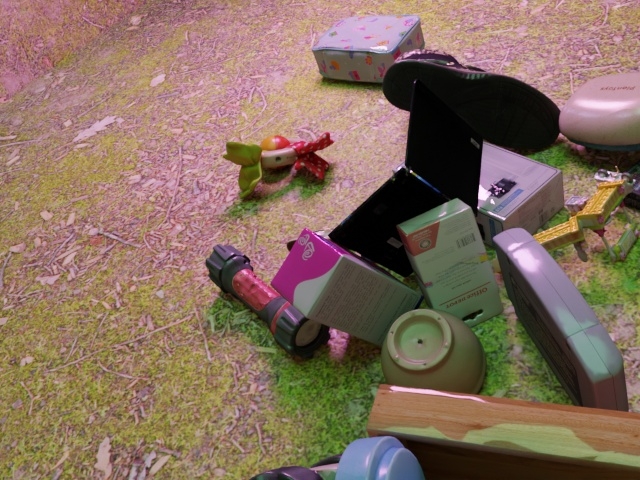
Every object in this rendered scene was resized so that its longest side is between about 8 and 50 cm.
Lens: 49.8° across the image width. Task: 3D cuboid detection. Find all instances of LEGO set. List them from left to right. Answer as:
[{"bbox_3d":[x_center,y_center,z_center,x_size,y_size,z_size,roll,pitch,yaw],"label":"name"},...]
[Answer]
[{"bbox_3d":[0.437,-0.001,1.170,0.287,0.107,0.132,-37,19,-7],"label":"LEGO set"}]

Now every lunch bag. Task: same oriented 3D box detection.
[{"bbox_3d":[0.139,-0.525,1.869,0.279,0.108,0.224,13,48,34],"label":"lunch bag"}]

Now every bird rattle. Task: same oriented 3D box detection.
[{"bbox_3d":[-0.097,-0.209,1.608,0.253,0.143,0.207,-19,23,-1],"label":"bird rattle"}]

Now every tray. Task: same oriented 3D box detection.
[{"bbox_3d":[0.278,0.276,0.817,0.410,0.203,0.076,0,43,24],"label":"tray"}]

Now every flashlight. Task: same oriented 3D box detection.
[{"bbox_3d":[-0.106,0.098,1.265,0.304,0.103,0.103,35,100,41],"label":"flashlight"}]

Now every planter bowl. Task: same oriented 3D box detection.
[{"bbox_3d":[0.160,0.169,1.037,0.162,0.109,0.162,-11,56,17],"label":"planter bowl"}]

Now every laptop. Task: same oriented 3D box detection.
[{"bbox_3d":[0.155,-0.094,1.180,0.264,0.234,0.137,-43,48,20],"label":"laptop"}]

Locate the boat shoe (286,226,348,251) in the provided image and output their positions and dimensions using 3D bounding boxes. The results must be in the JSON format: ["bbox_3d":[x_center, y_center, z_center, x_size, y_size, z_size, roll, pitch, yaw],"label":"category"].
[{"bbox_3d":[0.000,0.000,1.383,0.135,0.050,0.045,-4,38,6],"label":"boat shoe"}]

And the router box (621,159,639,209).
[{"bbox_3d":[0.598,-0.105,1.236,0.122,0.038,0.092,-36,41,-17],"label":"router box"}]

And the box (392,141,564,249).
[{"bbox_3d":[0.297,-0.103,1.331,0.169,0.087,0.290,-37,41,-18],"label":"box"}]

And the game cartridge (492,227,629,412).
[{"bbox_3d":[0.336,0.121,0.972,0.062,0.198,0.297,-21,40,0],"label":"game cartridge"}]

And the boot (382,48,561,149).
[{"bbox_3d":[0.319,-0.320,1.505,0.377,0.138,0.284,13,22,0],"label":"boot"}]

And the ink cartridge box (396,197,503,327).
[{"bbox_3d":[0.215,0.046,1.135,0.115,0.198,0.067,-24,19,-2],"label":"ink cartridge box"}]

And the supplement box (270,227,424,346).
[{"bbox_3d":[0.046,0.082,1.110,0.111,0.220,0.114,36,98,46],"label":"supplement box"}]

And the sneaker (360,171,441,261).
[{"bbox_3d":[0.155,-0.033,1.287,0.082,0.069,0.209,38,104,13],"label":"sneaker"}]

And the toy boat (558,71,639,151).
[{"bbox_3d":[0.638,-0.267,1.324,0.318,0.148,0.267,-41,30,-18],"label":"toy boat"}]

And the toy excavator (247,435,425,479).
[{"bbox_3d":[0.163,0.404,0.665,0.444,0.222,0.433,-14,72,23],"label":"toy excavator"}]
